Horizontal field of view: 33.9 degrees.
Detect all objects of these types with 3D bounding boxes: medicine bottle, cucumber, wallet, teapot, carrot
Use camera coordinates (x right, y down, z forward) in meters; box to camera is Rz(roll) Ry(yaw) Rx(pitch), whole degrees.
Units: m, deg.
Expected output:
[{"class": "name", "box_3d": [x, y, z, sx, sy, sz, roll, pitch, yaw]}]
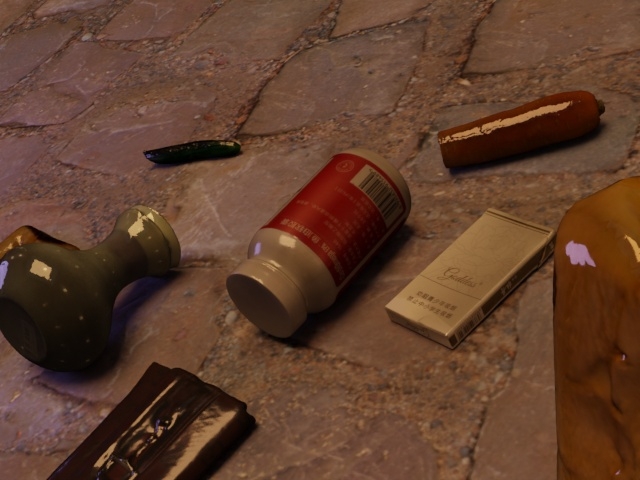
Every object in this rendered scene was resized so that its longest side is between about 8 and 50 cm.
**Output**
[{"class": "medicine bottle", "box_3d": [0.000, 0.000, 1.323, 0.131, 0.131, 0.250, 13, 48, 42]}, {"class": "cucumber", "box_3d": [-0.212, -0.149, 1.751, 0.184, 0.033, 0.036, -6, 13, 25]}, {"class": "wallet", "box_3d": [-0.206, 0.245, 1.191, 0.182, 0.049, 0.229, 17, 52, 41]}, {"class": "teapot", "box_3d": [-0.310, 0.053, 1.422, 0.184, 0.183, 0.251, 9, 35, 40]}, {"class": "carrot", "box_3d": [0.272, -0.150, 1.422, 0.225, 0.067, 0.067, -16, 35, 16]}]

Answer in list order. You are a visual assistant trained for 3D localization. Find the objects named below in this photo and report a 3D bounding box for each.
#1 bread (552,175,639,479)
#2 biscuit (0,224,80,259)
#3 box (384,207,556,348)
[{"class": "bread", "box_3d": [0.342, 0.118, 0.747, 0.250, 0.394, 0.361, -16, 28, -15]}, {"class": "biscuit", "box_3d": [-0.484, 0.049, 1.644, 0.183, 0.039, 0.174, -41, 39, -23]}, {"class": "box", "box_3d": [0.180, 0.041, 1.246, 0.198, 0.029, 0.109, -41, 37, -21]}]
